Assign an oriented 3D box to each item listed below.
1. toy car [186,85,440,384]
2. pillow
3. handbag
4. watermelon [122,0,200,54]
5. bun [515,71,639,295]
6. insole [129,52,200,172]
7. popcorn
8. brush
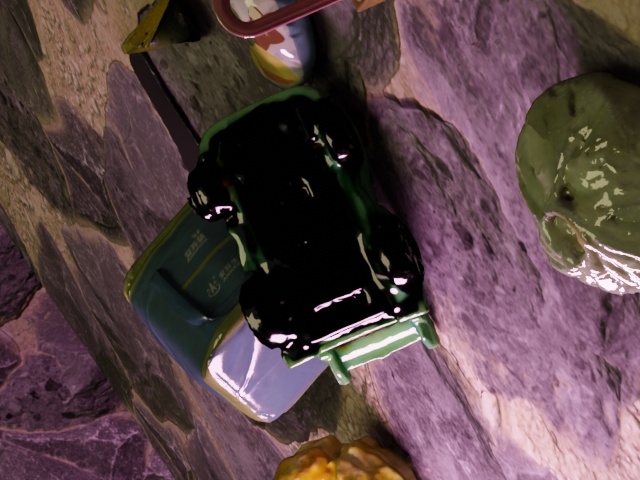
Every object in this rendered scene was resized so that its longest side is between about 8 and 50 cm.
[{"bbox_3d":[0.000,0.000,2.000,0.359,0.213,0.176,65,-166,0],"label":"toy car"},{"bbox_3d":[-0.080,-0.283,1.987,0.233,0.086,0.214,55,170,9],"label":"pillow"},{"bbox_3d":[-0.097,0.071,2.220,0.241,0.263,0.222,37,177,43],"label":"handbag"},{"bbox_3d":[-0.217,-0.299,2.273,0.181,0.092,0.075,-164,62,-74],"label":"watermelon"},{"bbox_3d":[0.245,-0.040,1.447,0.212,0.126,0.204,21,134,62],"label":"bun"},{"bbox_3d":[-0.212,-0.163,2.549,0.309,0.012,0.110,59,161,6],"label":"insole"},{"bbox_3d":[0.054,0.415,2.398,0.286,0.215,0.252,50,152,17],"label":"popcorn"},{"bbox_3d":[0.004,-0.257,1.574,0.103,0.233,0.047,62,161,2],"label":"brush"}]
